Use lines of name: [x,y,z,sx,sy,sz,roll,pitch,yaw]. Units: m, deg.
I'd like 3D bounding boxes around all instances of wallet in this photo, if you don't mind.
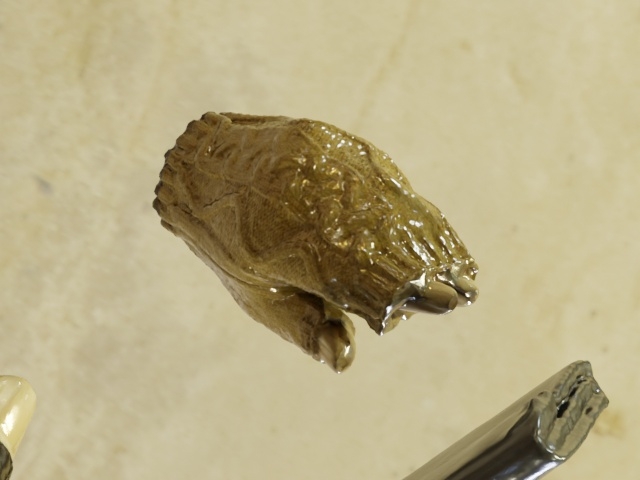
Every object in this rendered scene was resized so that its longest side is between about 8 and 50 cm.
wallet: [0.056,0.247,1.649,0.406,0.228,0.062,-38,85,20]

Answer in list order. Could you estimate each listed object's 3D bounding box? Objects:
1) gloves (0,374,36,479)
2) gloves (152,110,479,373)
gloves: [-0.220,0.100,0.795,0.197,0.301,0.152,9,114,-9]
gloves: [-0.012,-0.008,1.827,0.203,0.356,0.155,-59,148,-7]
